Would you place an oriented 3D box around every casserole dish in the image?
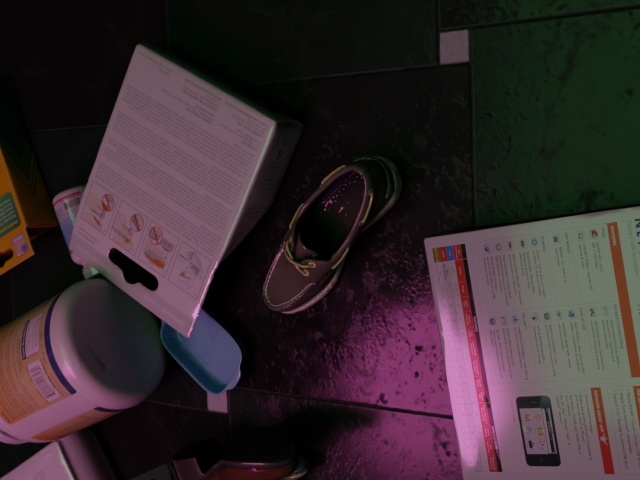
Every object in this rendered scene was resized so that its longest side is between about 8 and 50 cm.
[{"bbox_3d":[-0.192,0.173,1.459,0.188,0.037,0.114,41,115,23],"label":"casserole dish"}]

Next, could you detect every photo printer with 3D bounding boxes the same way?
[{"bbox_3d":[-0.465,0.539,1.632,0.256,0.107,0.308,-36,76,30],"label":"photo printer"}]

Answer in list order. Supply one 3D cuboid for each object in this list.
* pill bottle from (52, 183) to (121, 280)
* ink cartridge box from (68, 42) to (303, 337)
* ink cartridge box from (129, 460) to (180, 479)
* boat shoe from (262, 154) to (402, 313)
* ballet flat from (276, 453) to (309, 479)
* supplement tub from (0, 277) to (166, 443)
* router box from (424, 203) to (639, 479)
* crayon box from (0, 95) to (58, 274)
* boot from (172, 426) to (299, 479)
[{"bbox_3d":[-0.412,-0.012,1.550,0.087,0.087,0.160,-26,81,32],"label":"pill bottle"},{"bbox_3d":[-0.230,-0.084,1.417,0.308,0.091,0.385,32,110,25],"label":"ink cartridge box"},{"bbox_3d":[-0.250,0.443,1.433,0.082,0.190,0.140,-34,78,31],"label":"ink cartridge box"},{"bbox_3d":[-0.003,-0.003,1.284,0.109,0.091,0.305,49,118,19],"label":"boat shoe"},{"bbox_3d":[-0.079,0.371,1.408,0.168,0.057,0.052,-4,122,36],"label":"ballet flat"},{"bbox_3d":[-0.449,0.220,1.514,0.316,0.228,0.228,-27,81,32],"label":"supplement tub"},{"bbox_3d":[0.306,0.137,1.107,0.301,0.082,0.336,-8,91,33],"label":"router box"},{"bbox_3d":[-0.631,-0.091,1.684,0.203,0.083,0.323,-26,81,32],"label":"crayon box"},{"bbox_3d":[-0.085,0.437,1.342,0.264,0.096,0.280,-20,102,34],"label":"boot"}]
